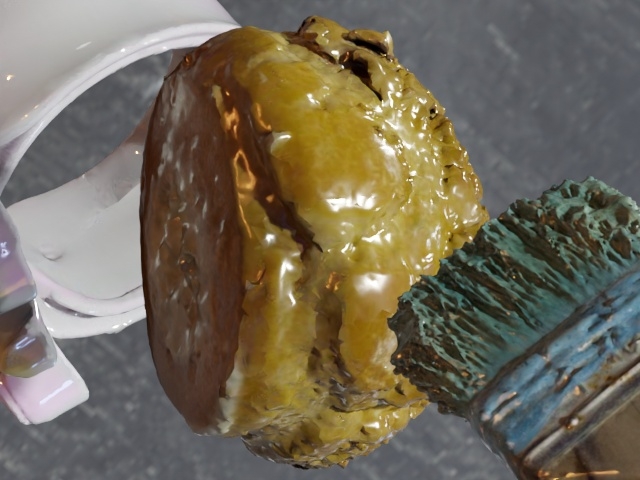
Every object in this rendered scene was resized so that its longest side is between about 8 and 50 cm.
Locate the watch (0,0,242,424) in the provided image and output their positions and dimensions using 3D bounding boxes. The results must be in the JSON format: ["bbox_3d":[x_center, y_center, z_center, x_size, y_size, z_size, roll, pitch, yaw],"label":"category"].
[{"bbox_3d":[-0.121,-0.044,0.915,0.231,0.244,0.196,-34,58,-14],"label":"watch"}]

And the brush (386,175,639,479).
[{"bbox_3d":[0.080,0.048,0.374,0.021,0.070,0.196,54,-4,-38],"label":"brush"}]

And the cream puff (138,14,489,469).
[{"bbox_3d":[0.000,0.000,0.659,0.115,0.165,0.150,-4,28,-26],"label":"cream puff"}]
